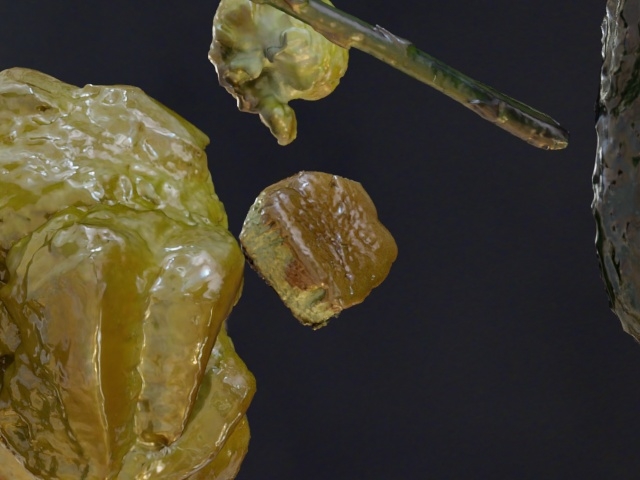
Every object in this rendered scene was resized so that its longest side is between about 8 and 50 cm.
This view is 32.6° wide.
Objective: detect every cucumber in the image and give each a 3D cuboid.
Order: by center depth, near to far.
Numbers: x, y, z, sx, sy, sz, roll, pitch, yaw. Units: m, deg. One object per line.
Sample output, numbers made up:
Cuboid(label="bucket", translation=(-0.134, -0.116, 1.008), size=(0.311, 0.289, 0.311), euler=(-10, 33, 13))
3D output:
Cuboid(label="cucumber", translation=(0.141, -0.073, 0.432), size=(0.067, 0.067, 0.245), euler=(8, -94, 47))

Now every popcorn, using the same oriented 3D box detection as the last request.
Cuboid(label="popcorn", translation=(-0.056, -0.236, 1.416), size=(0.198, 0.198, 0.212), euler=(18, -87, 45))

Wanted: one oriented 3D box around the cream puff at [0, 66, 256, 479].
Cuboid(label="cream puff", translation=(-0.190, 0.051, 0.772), size=(0.270, 0.274, 0.323), euler=(-115, -158, -68))

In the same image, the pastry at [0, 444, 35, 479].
Cuboid(label="pastry", translation=(-0.297, 0.213, 1.341), size=(0.388, 0.388, 0.312), euler=(9, -111, 47))

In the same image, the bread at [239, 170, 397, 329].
Cuboid(label="bread", translation=(0.000, 0.000, 1.031), size=(0.069, 0.128, 0.140), euler=(-26, -74, 47))

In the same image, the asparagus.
Cuboid(label="asparagus", translation=(0.014, -0.092, 0.474), size=(0.022, 0.233, 0.023), euler=(-27, -137, 57))
